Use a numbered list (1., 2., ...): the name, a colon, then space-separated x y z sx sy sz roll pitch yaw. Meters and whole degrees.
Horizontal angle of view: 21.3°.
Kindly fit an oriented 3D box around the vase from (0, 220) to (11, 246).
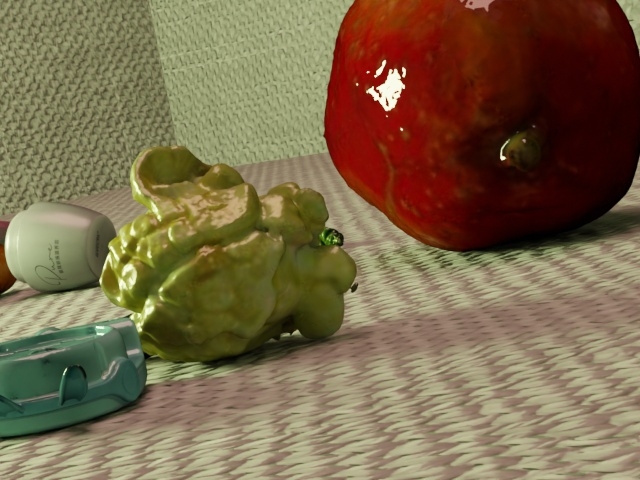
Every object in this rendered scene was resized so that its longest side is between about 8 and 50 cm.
1. vase: -0.371 0.009 1.982 0.214 0.086 0.086 -9 3 -34

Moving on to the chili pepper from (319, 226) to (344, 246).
1. chili pepper: 0.000 0.000 1.622 0.027 0.022 0.083 25 -17 -32

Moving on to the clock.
1. clock: -0.153 0.079 0.953 0.108 0.045 0.147 -12 6 -4

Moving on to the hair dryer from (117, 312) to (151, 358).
1. hair dryer: -0.131 0.069 1.144 0.083 0.031 0.079 -17 -10 40

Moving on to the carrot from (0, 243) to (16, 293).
1. carrot: -0.374 0.047 1.703 0.066 0.062 0.271 24 18 11

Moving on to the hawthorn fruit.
1. hawthorn fruit: 0.139 -0.113 1.363 0.265 0.265 0.307 -11 13 -2

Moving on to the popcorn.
1. popcorn: -0.066 0.020 1.063 0.141 0.162 0.135 -39 18 50

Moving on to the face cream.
1. face cream: -0.259 0.006 1.699 0.095 0.091 0.091 0 9 22
